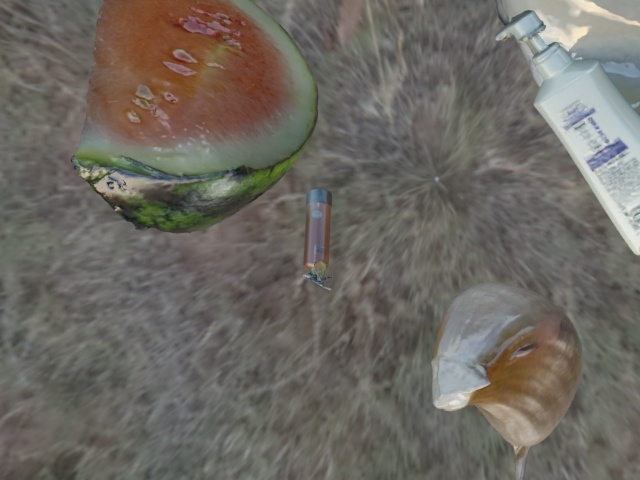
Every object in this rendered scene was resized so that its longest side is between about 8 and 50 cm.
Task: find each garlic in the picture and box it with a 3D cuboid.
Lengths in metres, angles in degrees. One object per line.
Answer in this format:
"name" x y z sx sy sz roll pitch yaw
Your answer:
"garlic" 0.145 0.111 1.363 0.090 0.198 0.128 15 66 26

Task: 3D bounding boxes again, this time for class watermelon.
"watermelon" -0.063 -0.078 0.891 0.119 0.245 0.063 38 120 -17

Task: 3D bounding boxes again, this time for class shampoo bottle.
"shampoo bottle" 0.144 -0.061 0.922 0.049 0.034 0.141 -33 99 31

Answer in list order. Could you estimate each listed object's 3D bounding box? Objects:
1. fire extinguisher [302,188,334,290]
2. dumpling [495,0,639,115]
"fire extinguisher" 0.000 0.000 1.463 0.028 0.022 0.083 7 70 -14
"dumpling" 0.204 -0.192 0.992 0.227 0.175 0.243 -5 106 14
